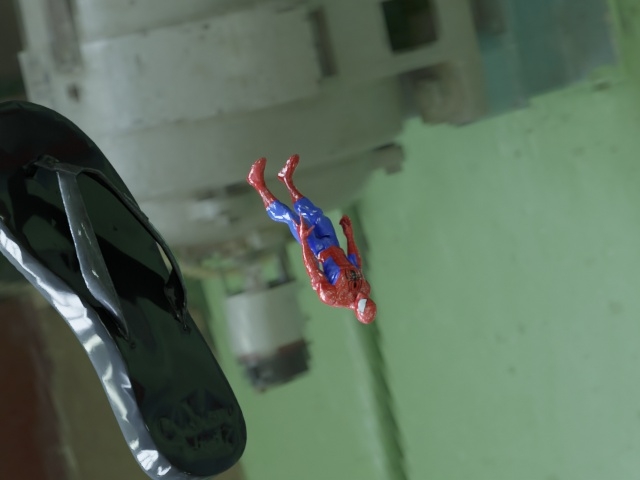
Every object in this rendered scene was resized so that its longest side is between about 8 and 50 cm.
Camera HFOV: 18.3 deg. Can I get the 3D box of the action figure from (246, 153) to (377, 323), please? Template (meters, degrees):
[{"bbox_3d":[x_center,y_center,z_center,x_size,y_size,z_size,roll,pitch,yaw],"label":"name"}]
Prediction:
[{"bbox_3d":[0.000,0.000,1.082,0.030,0.038,0.115,-54,55,36],"label":"action figure"}]

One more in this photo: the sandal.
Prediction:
[{"bbox_3d":[-0.115,0.021,1.159,0.054,0.097,0.254,-37,84,43],"label":"sandal"}]
